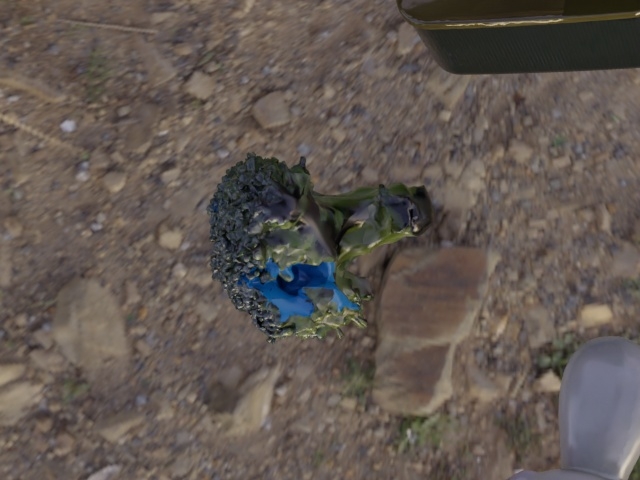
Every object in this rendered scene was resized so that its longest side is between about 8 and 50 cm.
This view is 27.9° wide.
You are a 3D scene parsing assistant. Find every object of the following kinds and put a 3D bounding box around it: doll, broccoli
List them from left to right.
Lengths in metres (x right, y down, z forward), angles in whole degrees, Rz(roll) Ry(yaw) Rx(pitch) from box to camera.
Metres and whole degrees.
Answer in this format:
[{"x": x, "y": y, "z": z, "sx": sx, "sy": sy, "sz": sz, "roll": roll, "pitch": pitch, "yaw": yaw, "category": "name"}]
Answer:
[{"x": 0.000, "y": 0.000, "z": 0.897, "sx": 0.160, "sy": 0.154, "sz": 0.167, "roll": -18, "pitch": 113, "yaw": 12, "category": "broccoli"}, {"x": 0.150, "y": 0.285, "z": 0.938, "sx": 0.187, "sy": 0.365, "sz": 0.376, "roll": 0, "pitch": 100, "yaw": 15, "category": "doll"}]

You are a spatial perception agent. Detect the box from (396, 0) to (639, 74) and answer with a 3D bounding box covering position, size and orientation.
[{"x": 0.168, "y": -0.199, "z": 0.943, "sx": 0.201, "sy": 0.090, "sz": 0.144, "roll": -1, "pitch": 67, "yaw": 23, "category": "box"}]
